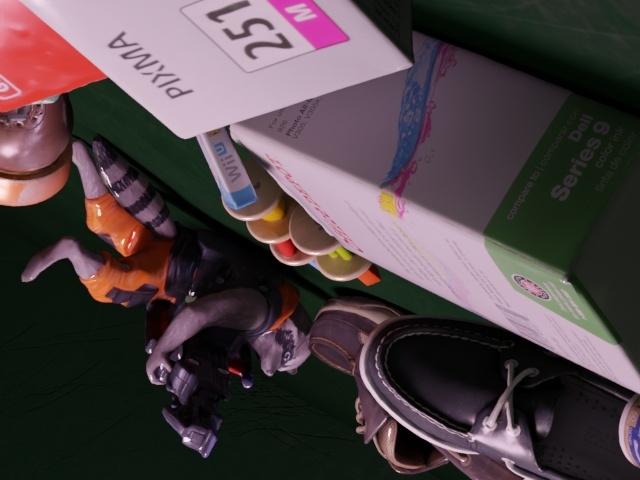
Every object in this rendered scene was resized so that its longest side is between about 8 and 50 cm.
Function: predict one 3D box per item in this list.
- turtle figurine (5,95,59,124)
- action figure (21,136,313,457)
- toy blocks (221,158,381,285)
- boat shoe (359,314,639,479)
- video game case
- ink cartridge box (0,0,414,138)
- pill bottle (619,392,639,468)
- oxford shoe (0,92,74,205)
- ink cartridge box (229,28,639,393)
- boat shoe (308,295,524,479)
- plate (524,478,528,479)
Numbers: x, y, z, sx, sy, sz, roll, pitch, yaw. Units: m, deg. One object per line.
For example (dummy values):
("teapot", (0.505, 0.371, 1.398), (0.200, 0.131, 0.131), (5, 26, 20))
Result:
("turtle figurine", (-0.173, -0.156, 0.999), (0.175, 0.118, 0.234), (57, 176, -29))
("action figure", (-0.135, 0.053, 1.899), (0.330, 0.178, 0.341), (30, -162, -25))
("toy blocks", (0.000, 0.000, 1.493), (0.123, 0.054, 0.148), (27, 170, 30))
("boat shoe", (0.179, 0.135, 1.491), (0.303, 0.114, 0.091), (19, 171, -3))
("video game case", (-0.077, -0.095, 1.008), (0.119, 0.015, 0.166), (-162, 47, -84))
("ink cartridge box", (-0.128, -0.130, 0.786), (0.239, 0.060, 0.275), (-16, 145, 27))
("pill bottle", (0.271, 0.143, 1.327), (0.067, 0.067, 0.120), (36, 170, -27))
("oxford shoe", (-0.329, -0.185, 1.494), (0.364, 0.130, 0.132), (36, 140, 14))
("ink cartridge box", (0.080, -0.025, 0.948), (0.212, 0.093, 0.154), (24, 168, 33))
("boat shoe", (0.084, 0.148, 1.785), (0.132, 0.130, 0.355), (37, 170, -31))
("plate", (0.293, 0.302, 1.817), (0.277, 0.045, 0.278), (41, 148, 29))
